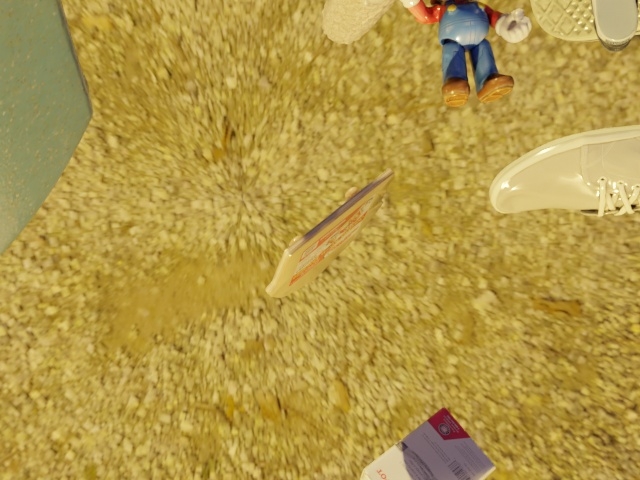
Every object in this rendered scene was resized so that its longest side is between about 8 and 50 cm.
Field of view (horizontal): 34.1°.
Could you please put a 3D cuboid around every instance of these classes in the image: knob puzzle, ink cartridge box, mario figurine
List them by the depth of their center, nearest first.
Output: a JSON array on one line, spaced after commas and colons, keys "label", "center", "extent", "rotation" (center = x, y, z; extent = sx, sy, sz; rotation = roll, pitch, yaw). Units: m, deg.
[{"label": "knob puzzle", "center": [0.000, 0.000, 1.256], "extent": [0.213, 0.213, 0.030], "rotation": [-44, 79, -2]}, {"label": "ink cartridge box", "center": [0.144, 0.319, 1.420], "extent": [0.150, 0.063, 0.109], "rotation": [-34, 71, -20]}, {"label": "mario figurine", "center": [0.250, -0.412, 1.855], "extent": [0.198, 0.170, 0.321], "rotation": [-2, 76, -47]}]

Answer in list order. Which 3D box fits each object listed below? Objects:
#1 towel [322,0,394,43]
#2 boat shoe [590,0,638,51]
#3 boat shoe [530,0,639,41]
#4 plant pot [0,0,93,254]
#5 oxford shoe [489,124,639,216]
[{"label": "towel", "center": [0.098, -0.268, 0.698], "extent": [0.049, 0.187, 0.282], "rotation": [32, 74, -7]}, {"label": "boat shoe", "center": [0.352, -0.322, 1.268], "extent": [0.065, 0.083, 0.183], "rotation": [-1, 88, 12]}, {"label": "boat shoe", "center": [0.504, -0.338, 1.337], "extent": [0.156, 0.500, 0.187], "rotation": [-19, 108, -36]}, {"label": "plant pot", "center": [-0.276, -0.099, 0.580], "extent": [0.252, 0.247, 0.248], "rotation": [-31, 64, -18]}, {"label": "oxford shoe", "center": [0.514, -0.106, 1.776], "extent": [0.449, 0.169, 0.130], "rotation": [-10, 61, 8]}]
